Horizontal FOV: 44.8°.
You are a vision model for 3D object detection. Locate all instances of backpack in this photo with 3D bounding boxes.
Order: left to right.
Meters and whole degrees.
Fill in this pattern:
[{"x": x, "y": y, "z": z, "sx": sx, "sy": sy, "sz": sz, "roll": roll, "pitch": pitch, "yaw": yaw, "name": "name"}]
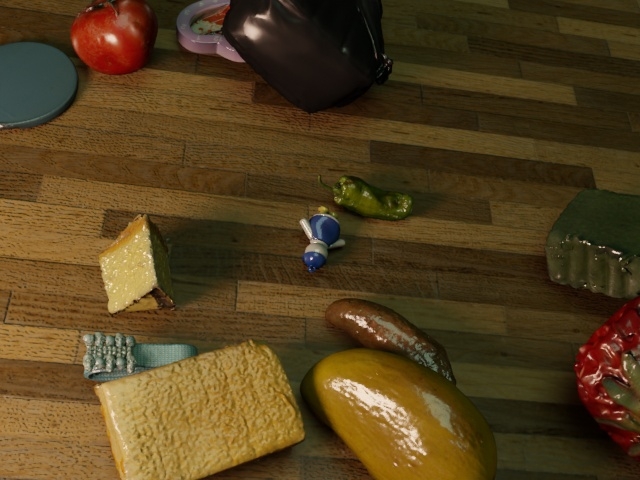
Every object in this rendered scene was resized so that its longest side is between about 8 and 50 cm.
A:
[{"x": 0.000, "y": -0.492, "z": 1.631, "sx": 0.363, "sy": 0.255, "sz": 0.445, "roll": 40, "pitch": 37, "yaw": -23, "name": "backpack"}]

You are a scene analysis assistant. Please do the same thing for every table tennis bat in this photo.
[{"x": -0.621, "y": -0.284, "z": 1.511, "sx": 0.215, "sy": 0.044, "sz": 0.329, "roll": 34, "pitch": 54, "yaw": 10, "name": "table tennis bat"}]

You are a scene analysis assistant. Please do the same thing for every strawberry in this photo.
[{"x": 0.600, "y": 0.224, "z": 1.317, "sx": 0.318, "sy": 0.295, "sz": 0.345, "roll": 12, "pitch": 16, "yaw": 19, "name": "strawberry"}]

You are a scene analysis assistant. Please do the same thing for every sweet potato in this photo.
[{"x": 0.154, "y": 0.206, "z": 1.315, "sx": 0.114, "sy": 0.092, "sz": 0.341, "roll": -43, "pitch": 71, "yaw": -5, "name": "sweet potato"}]

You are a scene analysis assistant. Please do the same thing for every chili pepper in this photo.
[{"x": 0.078, "y": -0.089, "z": 1.507, "sx": 0.204, "sy": 0.073, "sz": 0.072, "roll": 16, "pitch": 36, "yaw": -15, "name": "chili pepper"}]

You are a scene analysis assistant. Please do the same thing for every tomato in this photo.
[{"x": -0.405, "y": -0.420, "z": 1.574, "sx": 0.187, "sy": 0.151, "sz": 0.187, "roll": -21, "pitch": 27, "yaw": 12, "name": "tomato"}]

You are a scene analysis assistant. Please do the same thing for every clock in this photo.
[{"x": -0.211, "y": -0.461, "z": 1.699, "sx": 0.198, "sy": 0.064, "sz": 0.172, "roll": 12, "pitch": 55, "yaw": -4, "name": "clock"}]

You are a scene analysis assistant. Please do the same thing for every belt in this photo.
[{"x": -0.283, "y": 0.186, "z": 1.232, "sx": 0.179, "sy": 0.100, "sz": 0.065, "roll": -1, "pitch": 61, "yaw": -16, "name": "belt"}]

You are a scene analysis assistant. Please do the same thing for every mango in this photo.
[{"x": 0.127, "y": 0.278, "z": 1.197, "sx": 0.332, "sy": 0.195, "sz": 0.142, "roll": 40, "pitch": 18, "yaw": 18, "name": "mango"}]

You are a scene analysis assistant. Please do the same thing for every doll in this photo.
[{"x": 0.000, "y": 0.000, "z": 1.439, "sx": 0.099, "sy": 0.058, "sz": 0.142, "roll": 28, "pitch": 54, "yaw": -18, "name": "doll"}]

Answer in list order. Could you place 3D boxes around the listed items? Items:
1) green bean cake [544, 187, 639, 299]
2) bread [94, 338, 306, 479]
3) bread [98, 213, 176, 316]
[{"x": 0.560, "y": 0.007, "z": 1.460, "sx": 0.227, "sy": 0.124, "sz": 0.222, "roll": 10, "pitch": 38, "yaw": 39, "name": "green bean cake"}, {"x": -0.180, "y": 0.263, "z": 1.171, "sx": 0.275, "sy": 0.114, "sz": 0.184, "roll": -14, "pitch": 76, "yaw": -23, "name": "bread"}, {"x": -0.305, "y": 0.040, "z": 1.298, "sx": 0.127, "sy": 0.152, "sz": 0.147, "roll": -8, "pitch": 68, "yaw": -15, "name": "bread"}]
